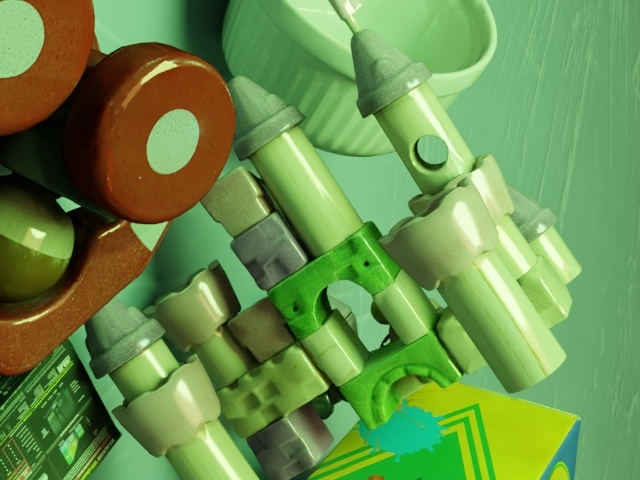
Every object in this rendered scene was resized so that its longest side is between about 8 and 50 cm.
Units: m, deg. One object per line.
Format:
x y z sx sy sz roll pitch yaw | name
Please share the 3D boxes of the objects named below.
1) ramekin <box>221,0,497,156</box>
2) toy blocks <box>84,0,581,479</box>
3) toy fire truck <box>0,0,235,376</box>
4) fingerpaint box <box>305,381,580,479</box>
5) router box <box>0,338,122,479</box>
0.022 -0.159 0.982 0.207 0.207 0.109 -44 170 -49 | ramekin
0.000 0.000 0.888 0.260 0.289 0.309 55 21 -3 | toy blocks
-0.205 -0.034 0.679 0.253 0.169 0.302 -60 143 -3 | toy fire truck
0.052 0.386 0.965 0.371 0.163 0.444 -40 137 -52 | fingerpaint box
-0.186 0.129 0.791 0.122 0.038 0.092 -54 133 -43 | router box
